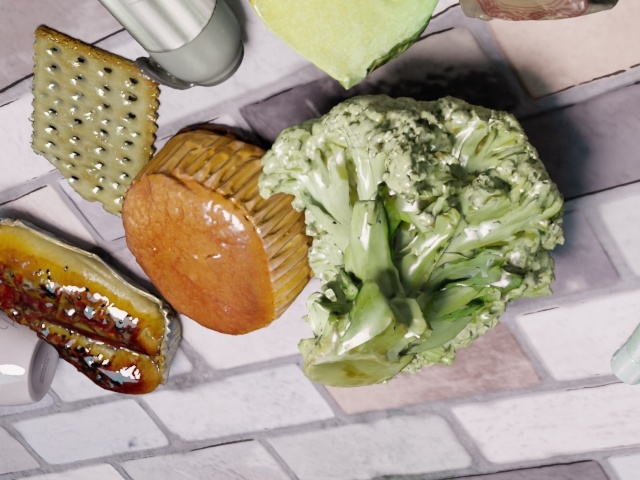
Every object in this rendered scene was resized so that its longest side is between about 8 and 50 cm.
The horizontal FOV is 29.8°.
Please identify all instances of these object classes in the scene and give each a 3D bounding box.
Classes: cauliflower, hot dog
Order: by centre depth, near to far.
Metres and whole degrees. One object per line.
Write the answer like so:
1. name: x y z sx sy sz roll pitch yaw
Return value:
1. cauliflower: 0.066 0.016 0.981 0.272 0.250 0.275 -12 127 38
2. hot dog: -0.277 0.072 1.337 0.270 0.082 0.162 32 135 0

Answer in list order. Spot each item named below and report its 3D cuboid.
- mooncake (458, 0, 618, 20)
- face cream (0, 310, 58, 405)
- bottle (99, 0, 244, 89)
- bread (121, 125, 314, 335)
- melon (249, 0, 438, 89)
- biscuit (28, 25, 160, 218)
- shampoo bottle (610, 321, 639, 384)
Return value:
1. mooncake: 0.148 -0.217 0.852 0.125 0.073 0.130 4 129 27
2. face cream: -0.376 0.139 1.425 0.104 0.117 0.117 9 133 10
3. bottle: -0.152 -0.211 0.955 0.096 0.079 0.253 -39 140 4
4. bread: -0.099 -0.003 1.145 0.199 0.104 0.199 21 137 21
5. melon: -0.055 -0.278 0.805 0.331 0.226 0.343 -17 129 41
6. biscuit: -0.227 -0.110 1.189 0.144 0.016 0.203 23 135 7
7. shampoo bottle: 0.314 0.063 1.041 0.069 0.041 0.190 25 137 -2
